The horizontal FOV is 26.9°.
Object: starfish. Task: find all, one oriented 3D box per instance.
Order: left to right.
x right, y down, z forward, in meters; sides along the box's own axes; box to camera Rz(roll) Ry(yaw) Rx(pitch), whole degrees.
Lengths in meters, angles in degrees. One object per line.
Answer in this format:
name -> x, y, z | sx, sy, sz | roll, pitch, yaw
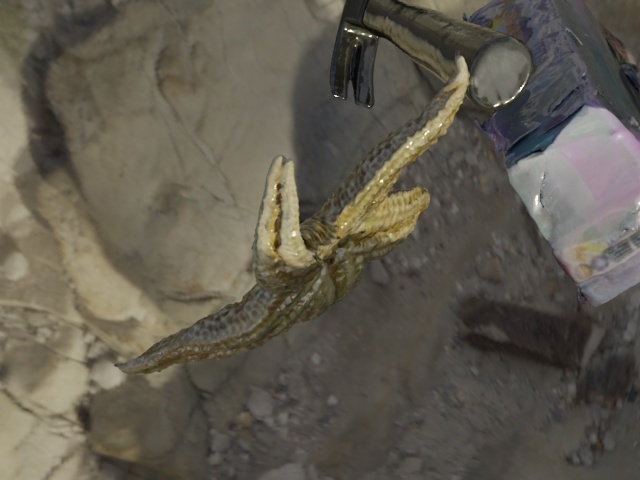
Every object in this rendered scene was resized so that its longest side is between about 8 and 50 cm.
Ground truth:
starfish -> 0.000, 0.000, 0.793 | 0.277, 0.235, 0.062 | -46, 76, 14

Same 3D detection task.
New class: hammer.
hammer -> 0.074, -0.161, 1.020 | 0.044, 0.440, 0.168 | 14, 102, -13

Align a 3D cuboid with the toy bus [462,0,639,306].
toy bus -> 0.179, -0.089, 0.958 | 0.112, 0.317, 0.138 | -36, 112, 17
